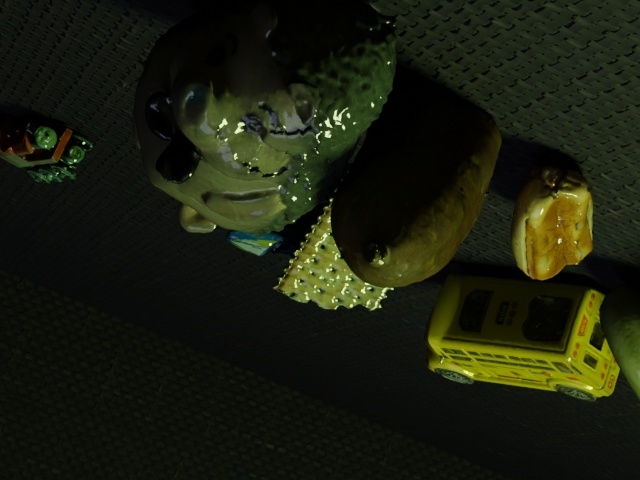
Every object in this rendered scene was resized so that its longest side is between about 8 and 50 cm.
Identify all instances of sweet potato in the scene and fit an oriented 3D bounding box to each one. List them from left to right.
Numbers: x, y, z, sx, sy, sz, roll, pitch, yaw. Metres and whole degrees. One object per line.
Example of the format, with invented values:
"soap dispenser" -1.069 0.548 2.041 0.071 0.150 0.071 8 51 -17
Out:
"sweet potato" 0.090 -0.044 1.704 0.158 0.369 0.157 10 124 15

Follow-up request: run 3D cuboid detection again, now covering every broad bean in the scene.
"broad bean" 0.437 0.155 2.142 0.121 0.189 0.263 -30 142 28

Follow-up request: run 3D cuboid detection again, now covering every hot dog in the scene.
"hot dog" 0.260 -0.024 1.887 0.076 0.102 0.249 59 178 23

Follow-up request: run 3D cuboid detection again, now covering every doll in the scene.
"doll" -0.064 -0.130 1.622 0.247 0.247 0.349 26 155 -21

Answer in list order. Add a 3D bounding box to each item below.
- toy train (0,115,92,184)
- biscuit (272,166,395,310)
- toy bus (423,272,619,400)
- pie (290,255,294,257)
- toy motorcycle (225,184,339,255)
"toy train" -0.414 -0.137 2.434 0.118 0.074 0.176 31 165 -25
"biscuit" 0.047 0.012 2.135 0.144 0.203 0.016 26 -159 -13
"toy bus" 0.267 0.126 2.324 0.330 0.144 0.152 4 159 45
"pie" 0.035 0.025 2.294 0.154 0.153 0.038 17 132 13
"toy motorcycle" 0.000 0.000 2.198 0.254 0.135 0.092 18 152 -17
